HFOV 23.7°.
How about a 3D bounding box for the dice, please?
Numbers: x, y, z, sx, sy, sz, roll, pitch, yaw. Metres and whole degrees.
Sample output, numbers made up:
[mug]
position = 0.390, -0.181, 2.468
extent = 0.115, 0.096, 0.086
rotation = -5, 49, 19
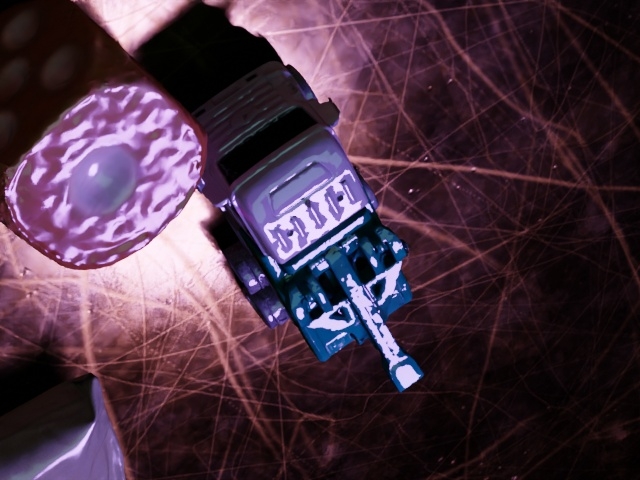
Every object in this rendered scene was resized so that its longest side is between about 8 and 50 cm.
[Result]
[dice]
position = -0.219, -0.092, 1.321
extent = 0.175, 0.179, 0.174
rotation = -48, 136, -1

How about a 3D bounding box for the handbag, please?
[handbag]
position = -0.339, 0.296, 1.584
extent = 0.316, 0.109, 0.253
rotation = -33, 141, -20

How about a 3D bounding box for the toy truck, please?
[toy truck]
position = -0.004, -0.005, 1.544
extent = 0.176, 0.178, 0.363
rotation = -36, 134, -6
